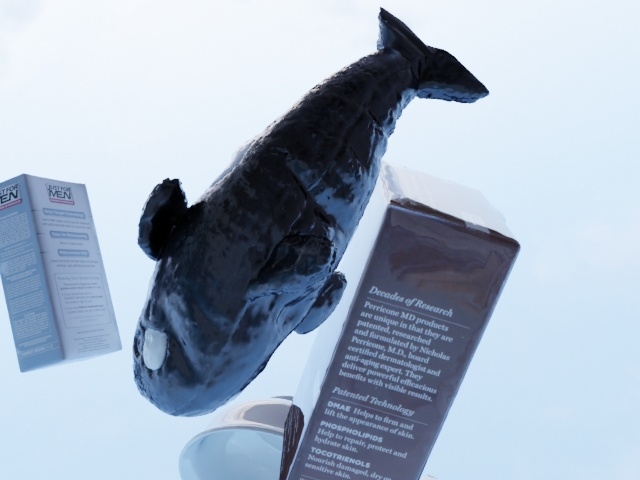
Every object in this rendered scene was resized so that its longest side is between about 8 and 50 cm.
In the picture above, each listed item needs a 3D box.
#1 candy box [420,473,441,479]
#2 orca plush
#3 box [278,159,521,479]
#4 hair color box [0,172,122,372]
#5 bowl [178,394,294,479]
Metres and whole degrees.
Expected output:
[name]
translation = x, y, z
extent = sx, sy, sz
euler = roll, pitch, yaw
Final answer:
[candy box]
translation = 0.126, 0.373, 0.829
extent = 0.165, 0.196, 0.070
euler = -23, -86, -22
[orca plush]
translation = 0.000, 0.000, 0.405
extent = 0.287, 0.151, 0.102
euler = -41, -147, -8
[box]
translation = 0.068, 0.123, 0.754
extent = 0.143, 0.381, 0.191
euler = 19, -162, -5
[hair color box]
translation = -0.543, 0.064, 1.400
extent = 0.114, 0.185, 0.374
euler = -17, -98, 18
[bowl]
translation = -0.058, 0.337, 1.062
extent = 0.298, 0.297, 0.134
euler = 11, -141, 8
